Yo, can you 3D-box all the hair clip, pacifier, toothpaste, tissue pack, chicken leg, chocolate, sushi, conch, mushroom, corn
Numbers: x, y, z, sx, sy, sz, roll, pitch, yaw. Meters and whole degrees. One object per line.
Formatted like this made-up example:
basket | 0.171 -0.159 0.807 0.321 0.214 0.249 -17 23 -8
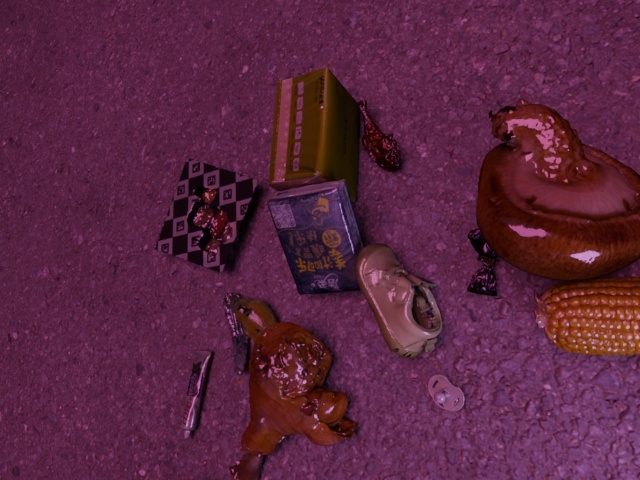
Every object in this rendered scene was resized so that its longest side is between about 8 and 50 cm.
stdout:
hair clip | -0.221 0.245 1.292 0.066 0.036 0.229 -22 61 17
pacifier | 0.251 0.321 1.006 0.083 0.064 0.068 39 114 30
toothpaste | -0.336 0.411 1.309 0.060 0.038 0.233 2 75 26
tissue pack | -0.009 -0.245 1.215 0.168 0.200 0.274 -5 74 28
chicken leg | -0.073 0.408 1.114 0.295 0.182 0.409 26 97 15
chocolate | 0.346 0.042 1.031 0.072 0.070 0.147 -1 81 23
sushi | -0.323 -0.070 1.417 0.292 0.059 0.293 18 86 30
tissue pack | 0.000 0.000 1.133 0.186 0.081 0.256 -7 114 27
conch | -0.161 0.209 1.254 0.095 0.080 0.200 -48 68 30
mushroom | 0.430 -0.089 0.890 0.346 0.259 0.345 -2 43 2
chicken leg | 0.142 -0.257 1.215 0.205 0.053 0.093 53 147 26
corn | 0.579 0.130 0.844 0.388 0.144 0.143 -3 75 23

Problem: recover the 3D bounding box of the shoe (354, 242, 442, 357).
shoe | 0.180 0.121 1.063 0.128 0.140 0.262 -26 71 31
